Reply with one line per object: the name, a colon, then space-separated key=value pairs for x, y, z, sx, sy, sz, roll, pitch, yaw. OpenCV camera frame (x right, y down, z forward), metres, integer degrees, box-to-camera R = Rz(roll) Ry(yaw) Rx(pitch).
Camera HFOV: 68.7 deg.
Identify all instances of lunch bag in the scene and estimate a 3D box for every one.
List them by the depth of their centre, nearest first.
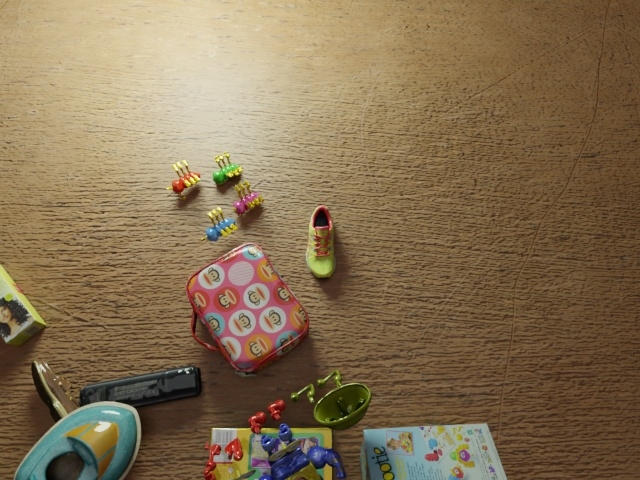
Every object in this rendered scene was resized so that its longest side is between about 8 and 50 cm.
lunch bag: x=-0.194 y=0.178 z=1.164 sx=0.258 sy=0.120 sz=0.293 roll=-32 pitch=73 yaw=-13

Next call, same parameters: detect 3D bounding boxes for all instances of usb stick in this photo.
usb stick: x=-0.426 y=0.359 z=1.119 sx=0.278 sy=0.045 sz=0.077 roll=-9 pitch=73 yaw=-8

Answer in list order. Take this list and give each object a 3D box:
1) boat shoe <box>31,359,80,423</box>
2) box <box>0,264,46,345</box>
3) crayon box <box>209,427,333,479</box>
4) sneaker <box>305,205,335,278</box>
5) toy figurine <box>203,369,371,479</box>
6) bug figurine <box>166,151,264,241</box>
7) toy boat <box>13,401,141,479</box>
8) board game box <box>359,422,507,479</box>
boat shoe: x=-0.626 y=0.358 z=1.114 sx=0.178 sy=0.064 sz=0.060 roll=51 pitch=38 yaw=12
box: x=-0.805 y=0.153 z=1.186 sx=0.087 sy=0.058 sz=0.232 roll=-42 pitch=75 yaw=-17
crayon box: x=-0.109 y=0.510 z=1.055 sx=0.279 sy=0.081 sz=0.165 roll=1 pitch=68 yaw=-2
sneaker: x=0.000 y=0.000 z=1.257 sx=0.082 sy=0.094 sz=0.208 roll=-3 pitch=70 yaw=-5
toy figurine: x=-0.039 y=0.468 z=0.986 sx=0.363 sy=0.191 sz=0.217 roll=-25 pitch=101 yaw=-20
bug figurine: x=-0.286 y=-0.122 z=1.307 sx=0.216 sy=0.072 sz=0.279 roll=-31 pitch=68 yaw=-20
toy boat: x=-0.457 y=0.502 z=0.988 sx=0.318 sy=0.148 sz=0.267 roll=41 pitch=65 yaw=4
board game box: x=0.234 y=0.503 z=1.014 sx=0.276 sy=0.142 sz=0.144 roll=-1 pitch=39 yaw=-3
